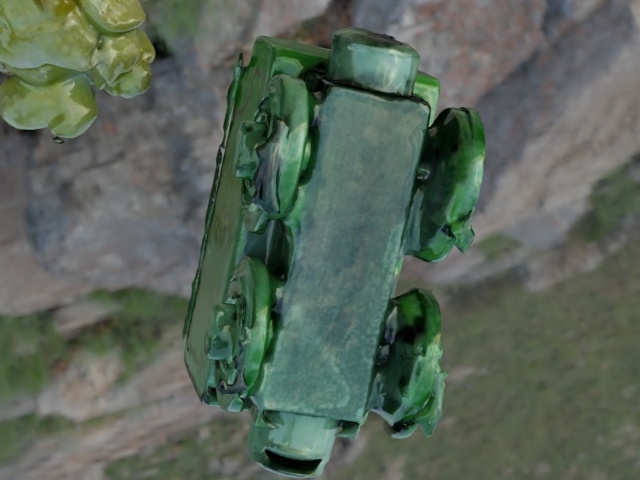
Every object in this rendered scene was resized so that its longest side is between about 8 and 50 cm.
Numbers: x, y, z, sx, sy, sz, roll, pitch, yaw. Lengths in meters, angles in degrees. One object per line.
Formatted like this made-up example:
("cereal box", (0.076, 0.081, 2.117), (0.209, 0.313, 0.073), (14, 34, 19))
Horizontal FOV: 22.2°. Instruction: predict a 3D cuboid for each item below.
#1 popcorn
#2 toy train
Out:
("popcorn", (-0.161, -0.150, 0.958), (0.135, 0.141, 0.162), (6, 124, -48))
("toy train", (0.000, 0.000, 0.909), (0.132, 0.243, 0.188), (9, -168, -15))
